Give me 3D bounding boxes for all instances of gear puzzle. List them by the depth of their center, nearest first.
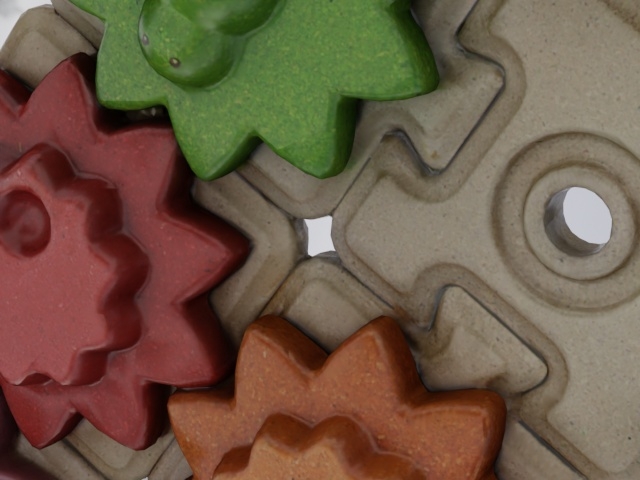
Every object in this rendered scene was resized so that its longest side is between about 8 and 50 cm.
[{"bbox_3d":[0.000,0.000,0.340,0.339,0.175,0.044,-55,167,28],"label":"gear puzzle"}]
